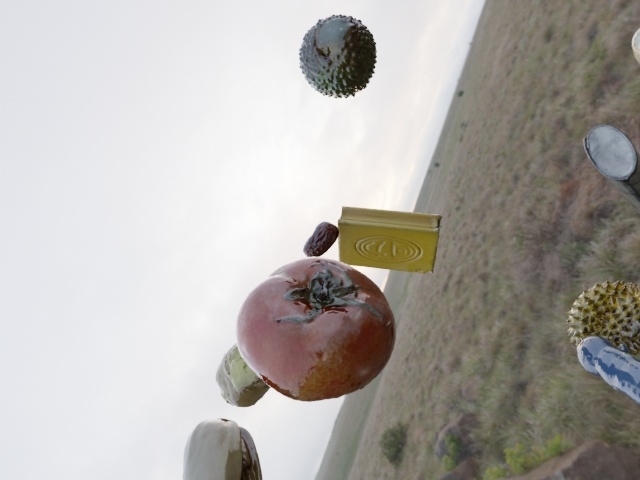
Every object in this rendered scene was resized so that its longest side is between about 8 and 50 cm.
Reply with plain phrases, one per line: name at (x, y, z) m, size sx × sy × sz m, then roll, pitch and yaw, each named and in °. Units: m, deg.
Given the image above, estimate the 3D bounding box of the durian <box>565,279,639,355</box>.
durian at (0.749, 0.208, 1.078) m, size 0.249 × 0.183 × 0.138 m, roll -52°, pitch -1°, yaw 25°

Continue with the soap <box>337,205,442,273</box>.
soap at (0.220, 0.003, 1.385) m, size 0.096 × 0.325 × 0.204 m, roll -71°, pitch -18°, yaw -46°

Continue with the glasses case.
glasses case at (0.580, -0.112, 0.791) m, size 0.060 × 0.299 × 0.114 m, roll -37°, pitch 52°, yaw 35°

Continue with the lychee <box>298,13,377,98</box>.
lychee at (0.040, -0.355, 0.842) m, size 0.171 × 0.171 × 0.171 m, roll 19°, pitch -90°, yaw -80°

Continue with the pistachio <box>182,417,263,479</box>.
pistachio at (-0.151, 0.363, 0.643) m, size 0.131 × 0.129 × 0.206 m, roll -47°, pitch 30°, yaw 8°

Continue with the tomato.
tomato at (-0.008, 0.103, 0.611) m, size 0.236 × 0.237 × 0.095 m, roll -59°, pitch -25°, yaw -48°

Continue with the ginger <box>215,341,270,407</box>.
ginger at (-0.168, 0.300, 1.007) m, size 0.152 × 0.138 × 0.267 m, roll -28°, pitch -22°, yaw -39°

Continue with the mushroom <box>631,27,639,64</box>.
mushroom at (0.584, -0.325, 0.735) m, size 0.209 × 0.071 × 0.084 m, roll -1°, pitch -94°, yaw -42°

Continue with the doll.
doll at (0.257, 0.111, 0.350) m, size 0.125 × 0.027 × 0.037 m, roll -115°, pitch 33°, yaw -81°

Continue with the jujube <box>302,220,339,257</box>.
jujube at (0.000, 0.000, 1.276) m, size 0.129 × 0.077 × 0.077 m, roll -48°, pitch -16°, yaw -13°
